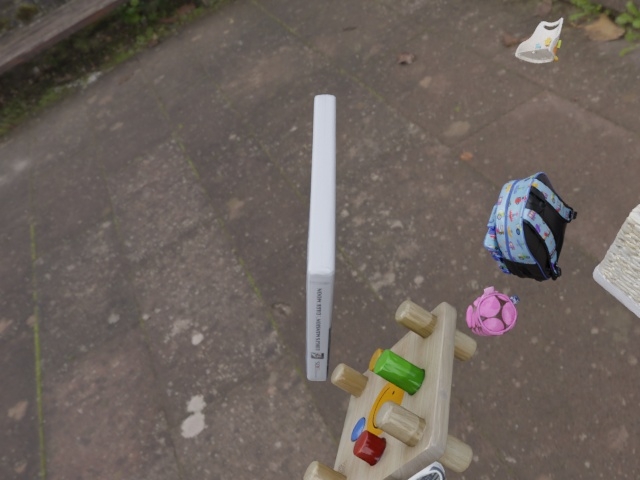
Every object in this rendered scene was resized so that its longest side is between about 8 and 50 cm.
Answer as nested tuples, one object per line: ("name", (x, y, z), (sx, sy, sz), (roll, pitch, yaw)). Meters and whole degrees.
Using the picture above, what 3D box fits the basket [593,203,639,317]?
("basket", (0.852, 0.031, 1.360), (0.328, 0.266, 0.331), (-33, 56, -17))

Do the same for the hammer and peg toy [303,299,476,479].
("hammer and peg toy", (0.082, 0.273, 0.831), (0.266, 0.127, 0.361), (-51, 11, 39))

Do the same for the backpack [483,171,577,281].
("backpack", (0.351, -0.030, 1.072), (0.117, 0.173, 0.158), (6, 67, 41))

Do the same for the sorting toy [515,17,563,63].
("sorting toy", (0.405, -0.361, 1.117), (0.083, 0.045, 0.075), (20, 91, 62))

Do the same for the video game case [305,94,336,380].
("video game case", (0.000, 0.000, 0.548), (0.022, 0.173, 0.190), (1, 52, 0))

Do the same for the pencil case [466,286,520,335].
("pencil case", (0.371, 0.160, 1.365), (0.095, 0.209, 0.098), (-25, 78, -1))

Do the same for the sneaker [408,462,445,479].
("sneaker", (0.164, 0.560, 1.270), (0.094, 0.091, 0.258), (32, 81, 14))
